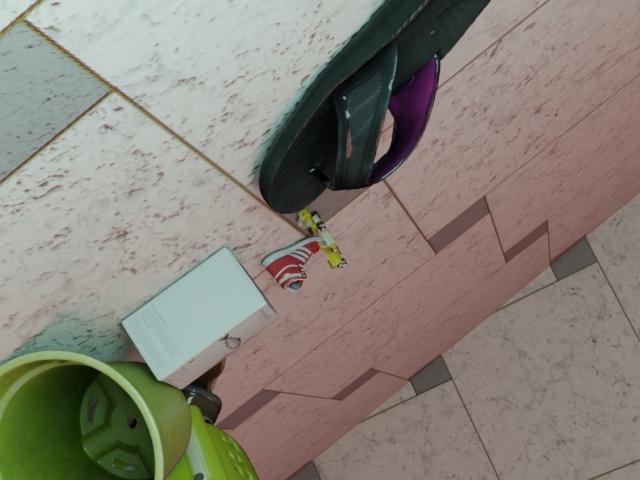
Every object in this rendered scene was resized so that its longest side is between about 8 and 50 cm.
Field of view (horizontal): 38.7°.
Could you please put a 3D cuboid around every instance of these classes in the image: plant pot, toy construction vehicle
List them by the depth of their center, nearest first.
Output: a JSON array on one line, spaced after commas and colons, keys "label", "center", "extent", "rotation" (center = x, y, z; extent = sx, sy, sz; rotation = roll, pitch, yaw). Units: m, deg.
[{"label": "plant pot", "center": [-0.298, 0.268, 1.232], "extent": [0.276, 0.276, 0.254], "rotation": [-40, 174, 10]}, {"label": "toy construction vehicle", "center": [0.000, 0.000, 1.346], "extent": [0.035, 0.086, 0.098], "rotation": [-30, 163, 0]}, {"label": "plant pot", "center": [-0.223, 0.409, 1.433], "extent": [0.228, 0.227, 0.207], "rotation": [-30, 131, -3]}]

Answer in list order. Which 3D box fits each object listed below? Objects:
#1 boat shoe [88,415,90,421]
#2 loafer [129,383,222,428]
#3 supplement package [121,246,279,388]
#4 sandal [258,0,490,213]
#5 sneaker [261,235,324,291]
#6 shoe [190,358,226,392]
[{"label": "boat shoe", "center": [-0.388, 0.313, 1.478], "extent": [0.035, 0.035, 0.100], "rotation": [-24, 158, -34]}, {"label": "loafer", "center": [-0.288, 0.381, 1.602], "extent": [0.134, 0.130, 0.366], "rotation": [24, 129, -21]}, {"label": "supplement package", "center": [-0.165, 0.111, 1.280], "extent": [0.179, 0.105, 0.105], "rotation": [-36, 161, -2]}, {"label": "sandal", "center": [0.075, -0.162, 1.047], "extent": [0.167, 0.107, 0.446], "rotation": [-13, 151, -51]}, {"label": "sneaker", "center": [-0.028, 0.038, 1.414], "extent": [0.118, 0.067, 0.042], "rotation": [-24, 158, -35]}, {"label": "shoe", "center": [-0.203, 0.210, 1.546], "extent": [0.076, 0.058, 0.219], "rotation": [14, 143, -7]}]
